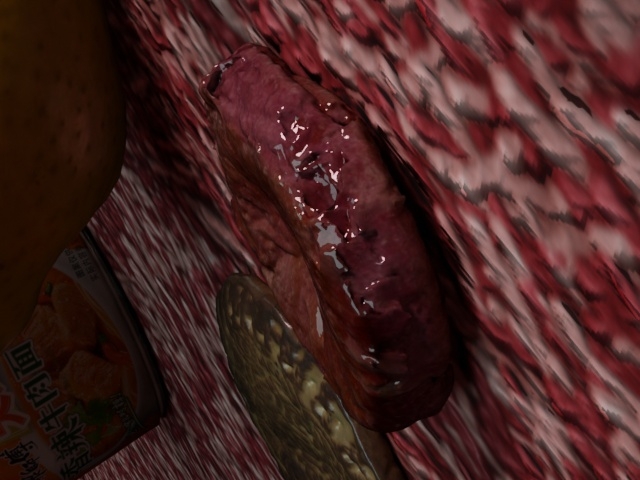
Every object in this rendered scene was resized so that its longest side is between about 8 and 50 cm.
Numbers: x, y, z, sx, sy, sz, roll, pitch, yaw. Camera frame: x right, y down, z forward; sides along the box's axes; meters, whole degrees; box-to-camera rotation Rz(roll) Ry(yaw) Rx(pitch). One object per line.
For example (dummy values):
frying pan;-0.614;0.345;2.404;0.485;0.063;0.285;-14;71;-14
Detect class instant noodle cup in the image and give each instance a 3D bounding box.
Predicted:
instant noodle cup;-0.272;0.096;1.225;0.296;0.214;0.296;53;162;26

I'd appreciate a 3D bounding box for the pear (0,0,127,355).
pear;-0.286;-0.078;0.678;0.386;0.340;0.191;36;-158;-11

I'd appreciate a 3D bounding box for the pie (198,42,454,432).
pie;0.000;0.000;0.543;0.153;0.038;0.153;57;164;25

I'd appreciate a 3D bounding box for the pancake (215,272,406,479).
pancake;-0.002;0.101;0.751;0.199;0.021;0.199;54;162;26
